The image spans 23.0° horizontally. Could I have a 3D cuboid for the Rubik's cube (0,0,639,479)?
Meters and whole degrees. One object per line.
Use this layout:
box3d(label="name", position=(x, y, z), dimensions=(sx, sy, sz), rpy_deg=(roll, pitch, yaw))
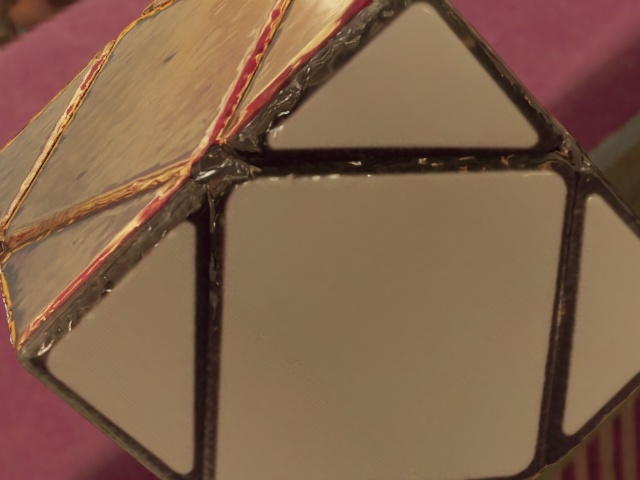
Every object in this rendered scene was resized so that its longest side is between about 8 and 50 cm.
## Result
box3d(label="Rubik's cube", position=(0.000, 0.000, 0.670), dimensions=(0.205, 0.207, 0.205), rpy_deg=(-45, 27, 5))
